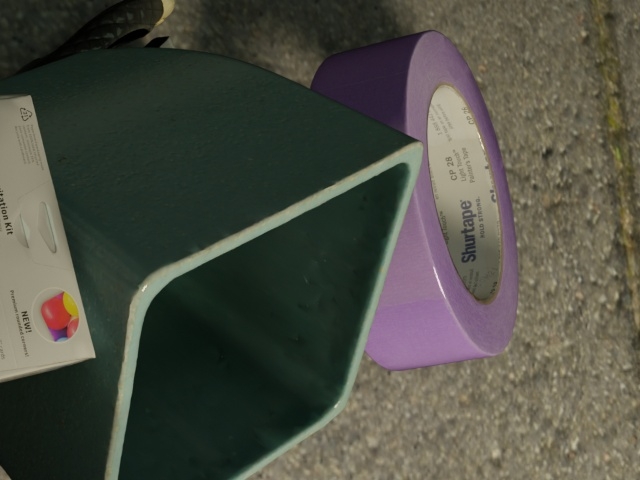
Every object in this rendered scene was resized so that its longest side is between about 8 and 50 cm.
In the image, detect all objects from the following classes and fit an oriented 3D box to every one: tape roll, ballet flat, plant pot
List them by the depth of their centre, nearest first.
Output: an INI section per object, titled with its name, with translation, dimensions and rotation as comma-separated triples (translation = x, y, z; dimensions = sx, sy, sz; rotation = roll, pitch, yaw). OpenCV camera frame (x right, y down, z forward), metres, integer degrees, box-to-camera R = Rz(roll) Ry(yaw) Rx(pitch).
[plant pot]
translation = -0.126, 0.007, 0.889
dimensions = 0.252, 0.248, 0.247
rotation = 36, 42, 26
[ballet flat]
translation = -0.170, -0.137, 1.032
dimensions = 0.049, 0.057, 0.173
rotation = 49, 58, -4
[tape roll]
translation = 0.083, -0.032, 1.141
dimensions = 0.275, 0.090, 0.275
rotation = -10, 90, -67

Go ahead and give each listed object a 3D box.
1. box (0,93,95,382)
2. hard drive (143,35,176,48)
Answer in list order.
[box]
translation = -0.209, 0.007, 0.656
dimensions = 0.186, 0.038, 0.145
rotation = -12, 85, -43
[hard drive]
translation = -0.122, -0.077, 1.061
dimensions = 0.094, 0.022, 0.135
rotation = -51, 129, -37
